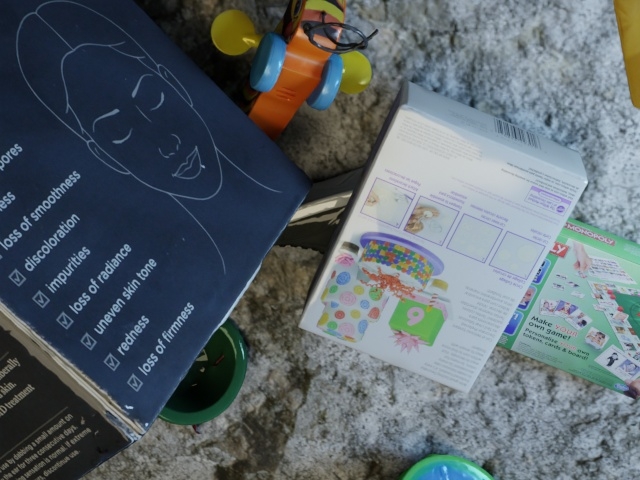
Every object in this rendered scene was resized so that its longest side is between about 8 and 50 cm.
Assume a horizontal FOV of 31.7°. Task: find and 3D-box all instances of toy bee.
[{"bbox_3d":[-0.009,-0.237,1.336,0.195,0.162,0.298,27,151,-38],"label":"toy bee"}]

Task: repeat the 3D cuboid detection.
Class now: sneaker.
[{"bbox_3d":[0.000,0.000,1.510,0.295,0.104,0.147,-14,114,22],"label":"sneaker"}]

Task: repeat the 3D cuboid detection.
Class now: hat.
[{"bbox_3d":[-0.216,0.198,1.786,0.173,0.183,0.209,26,88,-9],"label":"hat"}]

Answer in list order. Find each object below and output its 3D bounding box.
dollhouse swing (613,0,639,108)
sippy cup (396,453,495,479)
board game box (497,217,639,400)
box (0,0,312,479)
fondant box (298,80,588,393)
[{"bbox_3d":[0.423,-0.293,0.993,0.304,0.347,0.315,-5,123,23],"label":"dollhouse swing"},{"bbox_3d":[0.157,0.480,1.750,0.305,0.240,0.224,54,139,9],"label":"sippy cup"},{"bbox_3d":[0.319,0.072,1.492,0.317,0.046,0.214,22,128,3],"label":"board game box"},{"bbox_3d":[-0.332,-0.042,1.243,0.472,0.480,0.297,46,128,-11],"label":"box"},{"bbox_3d":[0.143,0.002,1.387,0.238,0.096,0.330,22,116,-5],"label":"fondant box"}]
